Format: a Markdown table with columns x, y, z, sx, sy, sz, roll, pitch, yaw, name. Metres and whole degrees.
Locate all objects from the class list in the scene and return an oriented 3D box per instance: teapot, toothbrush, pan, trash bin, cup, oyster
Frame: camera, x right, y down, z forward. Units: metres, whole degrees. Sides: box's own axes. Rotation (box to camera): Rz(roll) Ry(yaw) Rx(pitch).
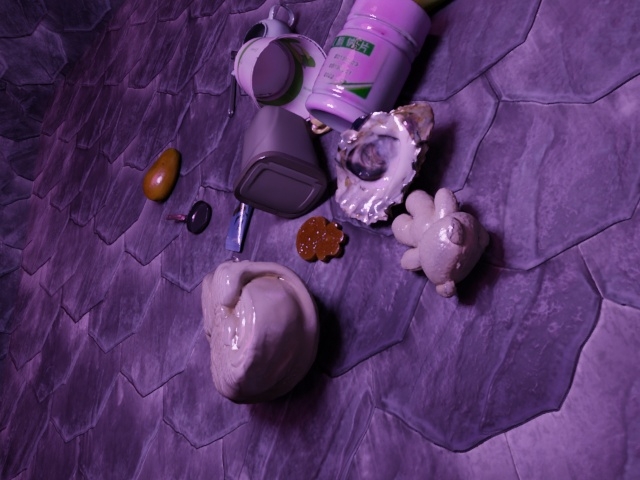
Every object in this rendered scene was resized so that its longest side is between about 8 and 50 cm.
| x | y | z | sx | sy | sz | roll | pitch | yaw | name |
| --- | --- | --- | --- | --- | --- | --- | --- | --- | --- |
| -0.181 | -0.647 | 1.898 | 0.193 | 0.129 | 0.295 | 30 | 92 | 42 | teapot |
| -0.320 | -0.574 | 2.086 | 0.030 | 0.030 | 0.298 | 135 | 140 | -57 | toothbrush |
| -0.449 | -0.076 | 1.957 | 0.212 | 0.040 | 0.115 | -2 | 70 | 37 | pan |
| -0.115 | -0.220 | 1.565 | 0.219 | 0.219 | 0.250 | -47 | 35 | 37 | trash bin |
| -0.131 | -0.495 | 1.715 | 0.253 | 0.253 | 0.274 | -58 | 34 | 6 | cup |
| 0.143 | -0.179 | 1.342 | 0.238 | 0.114 | 0.351 | 54 | 127 | 24 | oyster |

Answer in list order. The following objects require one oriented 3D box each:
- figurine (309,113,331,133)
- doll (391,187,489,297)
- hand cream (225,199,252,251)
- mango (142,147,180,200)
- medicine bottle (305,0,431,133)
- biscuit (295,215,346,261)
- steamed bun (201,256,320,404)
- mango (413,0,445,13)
| x | y | z | sx | sy | sz | roll | pitch | yaw | name |
| --- | --- | --- | --- | --- | --- | --- | --- | --- | --- |
| 0.044 | -0.369 | 1.599 | 0.187 | 0.083 | 0.083 | -32 | 50 | 14 | figurine |
| 0.246 | -0.015 | 1.193 | 0.278 | 0.149 | 0.175 | -124 | 25 | -58 | doll |
| -0.236 | -0.101 | 1.752 | 0.091 | 0.058 | 0.272 | 9 | 83 | 50 | hand cream |
| -0.593 | -0.253 | 2.156 | 0.136 | 0.099 | 0.228 | -5 | 59 | 47 | mango |
| 0.118 | -0.436 | 1.442 | 0.212 | 0.212 | 0.326 | 27 | 91 | 48 | medicine bottle |
| 0.000 | 0.000 | 1.482 | 0.175 | 0.026 | 0.124 | 16 | 84 | 48 | biscuit |
| -0.131 | 0.204 | 1.348 | 0.367 | 0.254 | 0.343 | 147 | 117 | -67 | steamed bun |
| 0.265 | -0.651 | 1.492 | 0.237 | 0.091 | 0.137 | -21 | 58 | 30 | mango |
